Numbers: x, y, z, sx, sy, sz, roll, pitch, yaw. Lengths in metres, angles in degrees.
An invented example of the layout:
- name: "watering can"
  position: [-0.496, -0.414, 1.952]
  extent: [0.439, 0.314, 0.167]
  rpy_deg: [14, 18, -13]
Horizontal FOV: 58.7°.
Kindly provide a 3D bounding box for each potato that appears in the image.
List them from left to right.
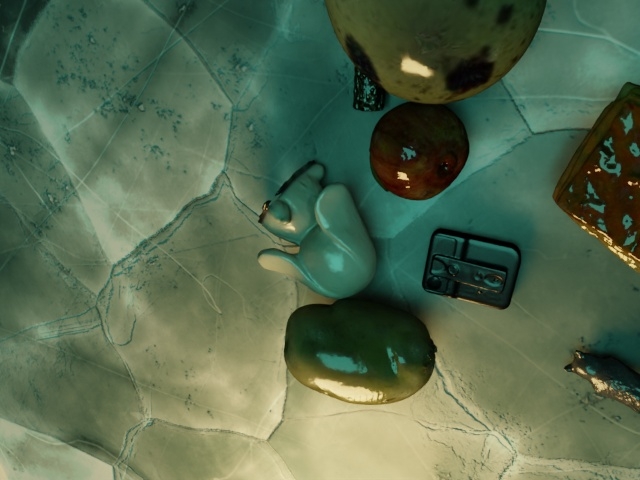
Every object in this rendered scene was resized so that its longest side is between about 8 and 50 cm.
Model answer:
- name: "potato"
  position: [0.082, 0.241, 1.231]
  extent: [0.326, 0.221, 0.243]
  rpy_deg: [6, 154, 4]

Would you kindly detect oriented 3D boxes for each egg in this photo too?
- name: "egg"
  position: [0.170, -0.417, 0.894]
  extent: [0.344, 0.345, 0.428]
  rpy_deg: [-13, 143, 23]

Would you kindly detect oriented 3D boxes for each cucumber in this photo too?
- name: "cucumber"
  position: [0.100, -0.403, 1.107]
  extent: [0.067, 0.067, 0.294]
  rpy_deg: [7, 110, 18]

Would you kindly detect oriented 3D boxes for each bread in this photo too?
- name: "bread"
  position: [0.594, -0.084, 0.951]
  extent: [0.324, 0.167, 0.278]
  rpy_deg: [39, 125, 24]

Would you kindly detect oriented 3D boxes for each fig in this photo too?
- name: "fig"
  position: [0.176, -0.176, 1.099]
  extent: [0.205, 0.205, 0.205]
  rpy_deg: [6, 110, 18]

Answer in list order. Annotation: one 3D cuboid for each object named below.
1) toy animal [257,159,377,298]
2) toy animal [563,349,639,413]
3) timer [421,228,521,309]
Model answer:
- name: "toy animal"
  position: [-0.003, -0.019, 1.213]
  extent: [0.289, 0.174, 0.249]
  rpy_deg: [23, 115, 13]
- name: "toy animal"
  position: [0.598, 0.299, 1.133]
  extent: [0.210, 0.117, 0.121]
  rpy_deg: [16, 119, 12]
- name: "timer"
  position: [0.314, 0.061, 1.189]
  extent: [0.187, 0.055, 0.144]
  rpy_deg: [13, 111, 15]
